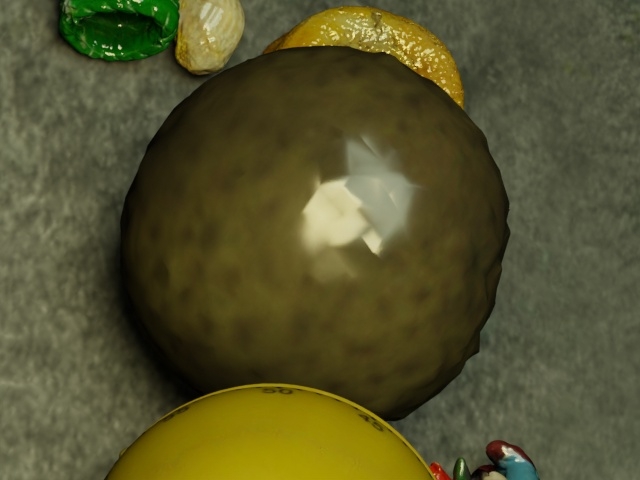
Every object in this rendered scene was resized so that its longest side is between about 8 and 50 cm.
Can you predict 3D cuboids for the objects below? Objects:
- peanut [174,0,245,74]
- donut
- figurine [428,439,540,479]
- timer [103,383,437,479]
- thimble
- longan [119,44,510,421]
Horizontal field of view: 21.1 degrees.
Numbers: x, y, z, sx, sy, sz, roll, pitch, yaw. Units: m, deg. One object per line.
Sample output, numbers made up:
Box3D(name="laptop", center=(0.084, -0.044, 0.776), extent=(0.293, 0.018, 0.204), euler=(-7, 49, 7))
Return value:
Box3D(name="peanut", center=(-0.129, -0.282, 1.936), extent=(0.087, 0.087, 0.207), euler=(8, 64, -24))
Box3D(name="donut", center=(0.045, -0.155, 1.961), extent=(0.253, 0.118, 0.253), euler=(4, 65, -9))
Box3D(name="figurine", center=(0.121, 0.284, 1.800), extent=(0.234, 0.127, 0.185), euler=(7, 52, -9))
Box3D(name="timer", center=(-0.043, 0.303, 1.547), extent=(0.376, 0.387, 0.376), euler=(0, 85, 1))
Box3D(name="thimble", center=(-0.220, -0.255, 1.861), extent=(0.130, 0.118, 0.090), euler=(15, 57, -25))
Box3D(name="longan", center=(0.000, 0.000, 1.715), extent=(0.391, 0.391, 0.391), euler=(11, 64, -23))
